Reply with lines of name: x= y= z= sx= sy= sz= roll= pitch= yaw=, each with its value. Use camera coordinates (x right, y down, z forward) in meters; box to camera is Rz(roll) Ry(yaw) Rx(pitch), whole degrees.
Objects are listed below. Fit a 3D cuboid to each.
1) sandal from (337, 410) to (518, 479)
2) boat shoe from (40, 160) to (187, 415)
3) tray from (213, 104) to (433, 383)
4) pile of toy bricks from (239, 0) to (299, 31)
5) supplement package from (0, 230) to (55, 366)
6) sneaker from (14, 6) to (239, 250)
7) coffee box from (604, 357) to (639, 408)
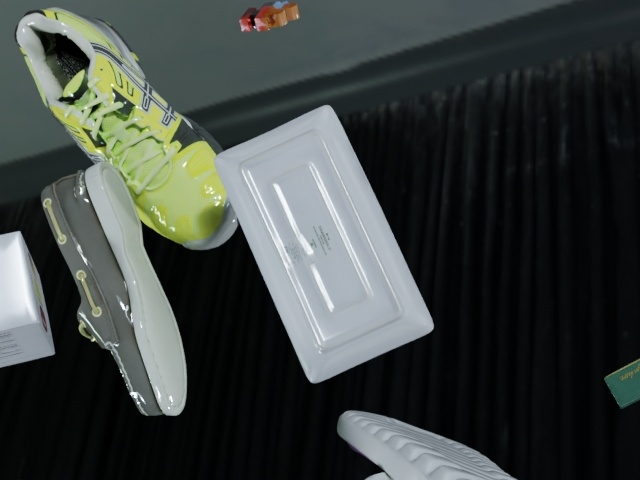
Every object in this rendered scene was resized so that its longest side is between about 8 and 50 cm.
sandal: x=0.101 y=0.241 z=1.059 sx=0.169 sy=0.102 sz=0.416 roll=23 pitch=178 yaw=-12
boat shoe: x=-0.238 y=0.065 z=1.331 sx=0.091 sy=0.305 sz=0.109 roll=-19 pitch=179 yaw=11
tray: x=0.000 y=0.000 z=1.207 sx=0.145 sy=0.270 sz=0.030 roll=-25 pitch=170 yaw=2
pile of toy bricks: x=-0.021 y=-0.320 z=1.305 sx=0.105 sy=0.212 sz=0.118 roll=1 pitch=126 yaw=22
supplement package: x=-0.465 y=0.094 z=1.628 sx=0.134 sy=0.139 sz=0.244 roll=-13 pitch=167 yaw=-11
sneaker: x=-0.247 y=-0.132 z=1.399 sx=0.145 sy=0.385 sz=0.147 roll=-48 pitch=162 yaw=13
coffee box: x=0.397 y=0.141 z=1.300 sx=0.113 sy=0.040 sz=0.184 roll=-32 pitch=166 yaw=23
